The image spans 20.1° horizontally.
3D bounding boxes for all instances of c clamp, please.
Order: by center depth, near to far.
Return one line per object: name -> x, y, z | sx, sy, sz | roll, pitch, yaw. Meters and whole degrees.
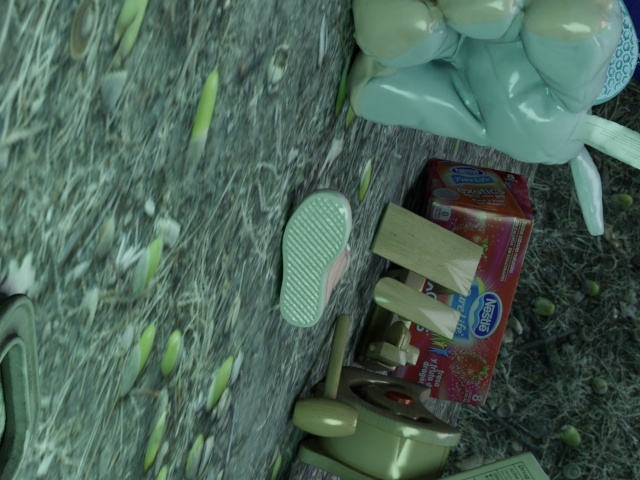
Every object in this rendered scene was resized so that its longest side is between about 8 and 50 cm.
c clamp -> -0.161, 0.108, 0.856 | 0.137, 0.022, 0.161 | -62, 166, -44

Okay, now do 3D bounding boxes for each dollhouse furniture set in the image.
dollhouse furniture set -> 0.066, 0.054, 1.954 | 0.151, 0.123, 0.144 | -8, -121, 62

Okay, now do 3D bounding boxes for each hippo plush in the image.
hippo plush -> 0.175, -0.203, 1.490 | 0.234, 0.294, 0.236 | -51, -160, 53

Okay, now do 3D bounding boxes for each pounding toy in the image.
pounding toy -> 0.073, 0.166, 1.813 | 0.269, 0.154, 0.155 | -22, 129, -77

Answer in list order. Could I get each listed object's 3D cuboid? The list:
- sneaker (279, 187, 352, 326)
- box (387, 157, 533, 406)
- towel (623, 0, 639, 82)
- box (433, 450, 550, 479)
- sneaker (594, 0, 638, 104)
sneaker -> 0.000, 0.000, 1.456 | 0.070, 0.051, 0.134 | -63, 169, -51
box -> 0.160, 0.049, 2.113 | 0.128, 0.122, 0.257 | -85, -174, -64
towel -> 0.329, -0.338, 1.893 | 0.227, 0.308, 0.076 | -43, -166, -8
box -> 0.090, 0.324, 1.702 | 0.121, 0.311, 0.148 | 98, -28, -43
sneaker -> 0.166, -0.279, 1.736 | 0.127, 0.208, 0.319 | -35, 117, -20
